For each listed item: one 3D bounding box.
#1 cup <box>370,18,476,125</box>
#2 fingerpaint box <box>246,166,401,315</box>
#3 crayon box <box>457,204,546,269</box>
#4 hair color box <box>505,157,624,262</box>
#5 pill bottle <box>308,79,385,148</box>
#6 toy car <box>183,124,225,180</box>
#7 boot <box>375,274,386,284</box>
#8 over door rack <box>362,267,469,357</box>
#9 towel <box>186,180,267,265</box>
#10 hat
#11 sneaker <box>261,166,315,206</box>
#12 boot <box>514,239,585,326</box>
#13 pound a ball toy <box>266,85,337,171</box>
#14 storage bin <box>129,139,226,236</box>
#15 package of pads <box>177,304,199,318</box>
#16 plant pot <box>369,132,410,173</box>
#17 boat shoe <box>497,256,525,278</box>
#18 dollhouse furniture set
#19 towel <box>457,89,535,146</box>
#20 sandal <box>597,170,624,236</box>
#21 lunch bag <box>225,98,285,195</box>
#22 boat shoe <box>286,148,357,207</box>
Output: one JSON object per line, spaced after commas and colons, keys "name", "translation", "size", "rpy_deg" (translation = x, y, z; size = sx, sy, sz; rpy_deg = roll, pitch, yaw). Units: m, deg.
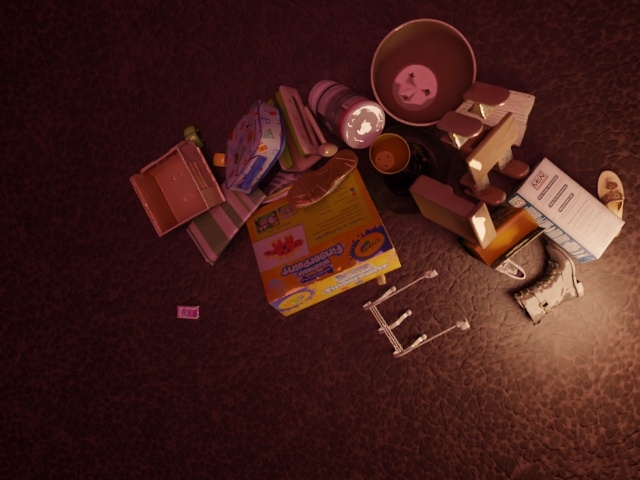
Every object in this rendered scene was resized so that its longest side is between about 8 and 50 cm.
{"name": "cup", "translation": [0.334, -0.543, 1.630], "size": [0.330, 0.237, 0.331], "rpy_deg": [1, 96, 5]}
{"name": "fingerpaint box", "translation": [0.000, 0.000, 1.672], "size": [0.444, 0.163, 0.371], "rpy_deg": [-25, 60, 7]}
{"name": "crayon box", "translation": [0.597, -0.020, 1.617], "size": [0.203, 0.323, 0.083], "rpy_deg": [-40, 93, 7]}
{"name": "hair color box", "translation": [0.842, -0.103, 1.664], "size": [0.347, 0.105, 0.174], "rpy_deg": [41, 78, 5]}
{"name": "pill bottle", "translation": [0.080, -0.439, 1.633], "size": [0.161, 0.283, 0.161], "rpy_deg": [-17, 129, -21]}
{"name": "toy car", "translation": [-0.456, -0.330, 1.809], "size": [0.239, 0.053, 0.225], "rpy_deg": [-27, 93, 7]}
{"name": "boot", "translation": [0.110, 0.080, 1.779], "size": [0.203, 0.095, 0.262], "rpy_deg": [-29, 86, 6]}
{"name": "over door rack", "translation": [0.351, 0.265, 1.762], "size": [0.324, 0.108, 0.240], "rpy_deg": [-32, 92, 28]}
{"name": "towel", "translation": [-0.350, -0.096, 1.764], "size": [0.325, 0.038, 0.248], "rpy_deg": [-50, 48, 7]}
{"name": "hat", "translation": [0.295, -0.243, 1.718], "size": [0.331, 0.134, 0.332], "rpy_deg": [0, 86, -7]}
{"name": "sneaker", "translation": [-0.148, -0.206, 1.782], "size": [0.299, 0.111, 0.121], "rpy_deg": [-20, 84, 1]}
{"name": "boot", "translation": [0.807, 0.158, 1.736], "size": [0.229, 0.091, 0.263], "rpy_deg": [-29, 95, 6]}
{"name": "pound a ball toy", "translation": [-0.059, -0.387, 1.673], "size": [0.208, 0.135, 0.319], "rpy_deg": [-32, 72, 37]}
{"name": "storage bin", "translation": [-0.524, -0.192, 1.751], "size": [0.262, 0.123, 0.260], "rpy_deg": [-25, 95, 28]}
{"name": "package of pads", "translation": [-0.522, 0.281, 1.888], "size": [0.083, 0.032, 0.050], "rpy_deg": [3, 99, 4]}
{"name": "plant pot", "translation": [0.221, -0.277, 1.599], "size": [0.134, 0.095, 0.134], "rpy_deg": [0, 84, -4]}
{"name": "boat shoe", "translation": [0.665, 0.087, 1.753], "size": [0.184, 0.063, 0.066], "rpy_deg": [36, 98, 0]}
{"name": "dollhouse furniture set", "translation": [0.517, -0.215, 1.513], "size": [0.394, 0.362, 0.256], "rpy_deg": [-48, 46, -6]}
{"name": "towel", "translation": [0.601, -0.453, 1.713], "size": [0.282, 0.049, 0.187], "rpy_deg": [14, 98, 2]}
{"name": "sandal", "translation": [1.041, -0.129, 1.692], "size": [0.088, 0.079, 0.240], "rpy_deg": [-4, 95, 5]}
{"name": "lunch bag", "translation": [-0.229, -0.303, 1.625], "size": [0.114, 0.243, 0.303], "rpy_deg": [12, 140, -30]}
{"name": "boat shoe", "translation": [0.009, -0.194, 1.617], "size": [0.277, 0.096, 0.098], "rpy_deg": [-35, 82, -9]}
